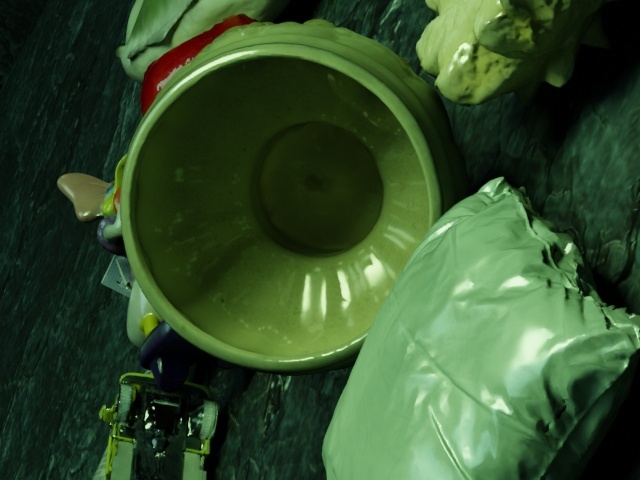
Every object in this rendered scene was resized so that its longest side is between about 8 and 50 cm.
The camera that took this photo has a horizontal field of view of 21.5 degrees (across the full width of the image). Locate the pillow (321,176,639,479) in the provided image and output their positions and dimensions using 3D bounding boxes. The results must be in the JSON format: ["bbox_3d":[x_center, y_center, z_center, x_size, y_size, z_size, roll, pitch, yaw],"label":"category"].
[{"bbox_3d":[0.110,0.130,1.249,0.310,0.138,0.283,-61,22,11],"label":"pillow"}]

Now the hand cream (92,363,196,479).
[{"bbox_3d":[-0.221,0.253,2.021,0.140,0.089,0.314,-28,41,58],"label":"hand cream"}]

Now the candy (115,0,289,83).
[{"bbox_3d":[-0.113,-0.380,2.223,0.427,0.186,0.386,-6,62,68],"label":"candy"}]

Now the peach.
[{"bbox_3d":[-0.127,-0.186,2.073,0.190,0.190,0.192,-155,73,-69],"label":"peach"}]

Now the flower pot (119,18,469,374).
[{"bbox_3d":[-0.012,-0.044,1.491,0.307,0.307,0.244,-64,-7,12],"label":"flower pot"}]

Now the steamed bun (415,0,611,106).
[{"bbox_3d":[0.195,-0.249,1.420,0.295,0.137,0.292,-100,32,-67],"label":"steamed bun"}]

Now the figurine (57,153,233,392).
[{"bbox_3d":[-0.188,0.019,1.985,0.421,0.154,0.193,-115,31,-41],"label":"figurine"}]

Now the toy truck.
[{"bbox_3d":[-0.192,0.295,1.862,0.157,0.124,0.272,121,156,-50],"label":"toy truck"}]

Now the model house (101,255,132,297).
[{"bbox_3d":[-0.237,0.052,2.247,0.117,0.088,0.167,-62,22,14],"label":"model house"}]
